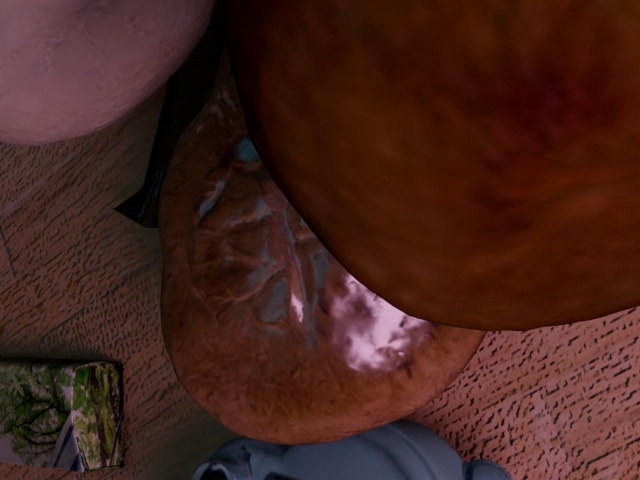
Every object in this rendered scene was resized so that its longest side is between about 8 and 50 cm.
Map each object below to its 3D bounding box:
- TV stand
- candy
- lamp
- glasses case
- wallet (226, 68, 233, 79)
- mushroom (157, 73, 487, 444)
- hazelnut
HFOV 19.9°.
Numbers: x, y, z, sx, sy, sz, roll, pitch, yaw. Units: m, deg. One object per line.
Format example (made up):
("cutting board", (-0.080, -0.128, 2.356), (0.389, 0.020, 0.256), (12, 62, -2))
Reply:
("TV stand", (-0.115, -0.137, 1.474), (0.049, 0.040, 0.256), (29, 111, 39))
("candy", (-0.202, -0.199, 1.341), (0.185, 0.295, 0.295), (52, 125, 49))
("lamp", (0.014, 0.224, 1.288), (0.284, 0.147, 0.209), (9, 88, 29))
("glasses case", (-0.284, 0.150, 1.629), (0.272, 0.062, 0.095), (-2, 90, 44))
("wallet", (0.016, -0.137, 1.347), (0.182, 0.049, 0.229), (35, 113, 32))
("mushroom", (0.000, 0.000, 1.250), (0.278, 0.146, 0.278), (-2, 82, 16))
("hazelnut", (0.137, -0.156, 1.006), (0.429, 0.402, 0.402), (-31, 70, 43))
